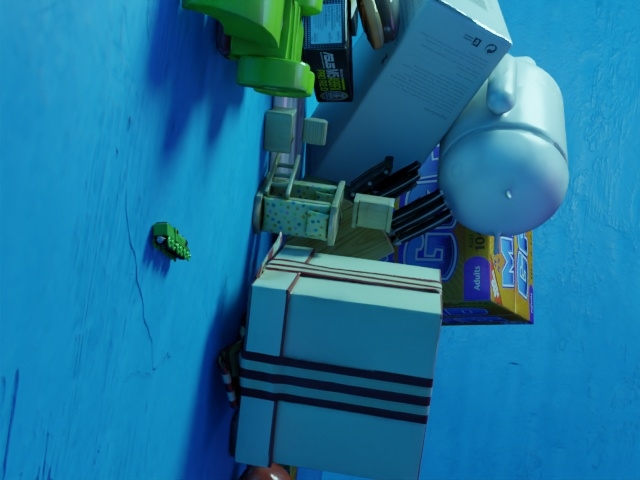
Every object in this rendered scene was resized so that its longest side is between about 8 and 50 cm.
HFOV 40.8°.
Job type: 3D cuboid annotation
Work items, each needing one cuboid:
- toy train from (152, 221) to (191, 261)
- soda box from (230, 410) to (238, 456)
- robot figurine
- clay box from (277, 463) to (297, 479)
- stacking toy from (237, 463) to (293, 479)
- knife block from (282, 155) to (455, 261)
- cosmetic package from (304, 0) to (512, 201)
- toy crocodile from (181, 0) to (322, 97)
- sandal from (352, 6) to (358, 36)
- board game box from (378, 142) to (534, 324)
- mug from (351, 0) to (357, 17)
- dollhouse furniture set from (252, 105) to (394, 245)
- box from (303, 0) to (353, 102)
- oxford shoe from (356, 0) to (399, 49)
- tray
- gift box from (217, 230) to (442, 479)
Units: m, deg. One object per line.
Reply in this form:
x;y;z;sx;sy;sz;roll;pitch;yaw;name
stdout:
-0.126;0.001;0.734;0.083;0.017;0.024;68;20;-79;toy train
-0.082;0.252;1.266;0.183;0.062;0.058;-66;162;-71;soda box
0.290;-0.150;1.379;0.300;0.199;0.354;71;22;-46;robot figurine
-0.083;0.517;1.655;0.127;0.053;0.222;18;78;-84;clay box
-0.122;0.463;1.190;0.280;0.130;0.309;-57;178;14;stacking toy
0.067;-0.002;1.343;0.088;0.242;0.276;-69;175;-71;knife block
0.126;-0.247;1.399;0.385;0.156;0.217;-54;-158;33;cosmetic package
-0.055;-0.203;0.837;0.340;0.105;0.115;-75;171;-83;toy crocodile
0.047;-0.501;1.765;0.179;0.040;0.067;71;17;-44;sandal
0.217;-0.022;1.740;0.356;0.356;0.357;25;64;-62;board game box
0.032;-0.441;1.624;0.062;0.078;0.064;58;-35;42;mug
0.010;-0.084;1.152;0.101;0.181;0.161;-72;168;-62;dollhouse furniture set
0.013;-0.364;1.254;0.216;0.060;0.270;65;24;-78;box
0.108;-0.457;1.260;0.130;0.132;0.364;70;20;-79;oxford shoe
-0.045;-0.179;1.257;0.145;0.030;0.271;-73;169;-64;tray
0.016;0.126;1.100;0.255;0.258;0.277;-48;144;-81;gift box
